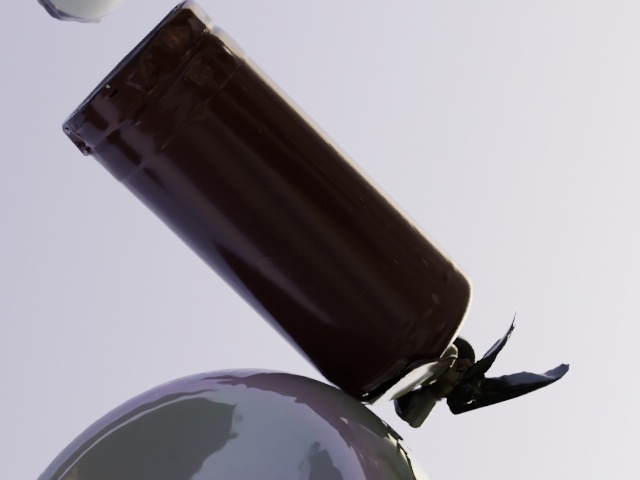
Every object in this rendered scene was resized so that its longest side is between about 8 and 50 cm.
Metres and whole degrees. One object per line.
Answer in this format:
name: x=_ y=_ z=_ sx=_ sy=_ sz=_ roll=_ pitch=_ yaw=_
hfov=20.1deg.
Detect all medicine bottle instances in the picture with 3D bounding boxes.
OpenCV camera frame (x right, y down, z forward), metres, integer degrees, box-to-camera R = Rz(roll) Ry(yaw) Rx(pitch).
medicine bottle: x=-0.011 y=0.234 z=0.949 sx=0.302 sy=0.241 sz=0.241 roll=57 pitch=-131 yaw=-48

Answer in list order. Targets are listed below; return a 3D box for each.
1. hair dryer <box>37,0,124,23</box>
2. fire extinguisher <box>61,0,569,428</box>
hair dryer: x=-0.092 y=-0.207 z=0.974 sx=0.203 sy=0.362 sz=0.128 roll=-26 pitch=-98 yaw=-28
fire extinguisher: x=0.000 y=0.000 z=0.915 sx=0.269 sy=0.105 sz=0.105 roll=45 pitch=-130 yaw=-9
